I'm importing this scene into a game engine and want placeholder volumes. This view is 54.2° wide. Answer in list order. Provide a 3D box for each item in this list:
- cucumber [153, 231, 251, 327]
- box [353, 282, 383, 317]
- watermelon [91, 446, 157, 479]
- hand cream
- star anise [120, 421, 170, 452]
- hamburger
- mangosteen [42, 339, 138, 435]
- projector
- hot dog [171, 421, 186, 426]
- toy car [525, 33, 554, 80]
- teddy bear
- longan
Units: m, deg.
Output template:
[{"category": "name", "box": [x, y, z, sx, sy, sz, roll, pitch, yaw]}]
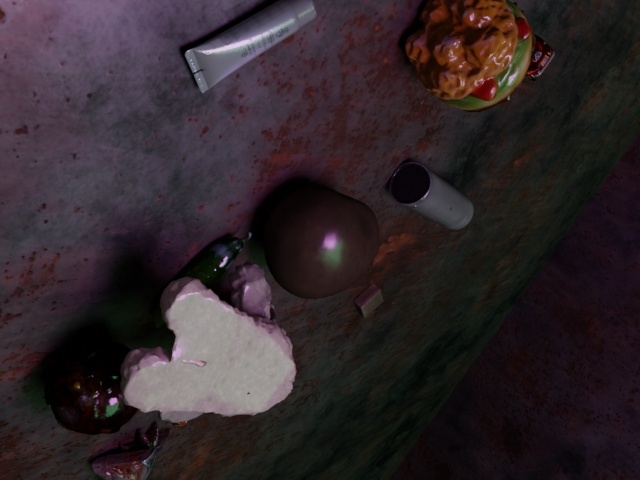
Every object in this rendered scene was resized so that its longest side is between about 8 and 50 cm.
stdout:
[{"category": "cucumber", "box": [-0.226, 0.066, 1.170, 0.250, 0.056, 0.056, -44, 151, -5]}, {"category": "box", "box": [0.140, 0.171, 1.791, 0.083, 0.035, 0.079, -41, 150, -13]}, {"category": "watermelon", "box": [-0.444, 0.520, 1.379, 0.139, 0.071, 0.187, 24, 123, -31]}, {"category": "hand cream", "box": [-0.099, -0.293, 0.907, 0.204, 0.050, 0.078, -35, 151, -12]}, {"category": "star anise", "box": [-0.406, 0.478, 1.441, 0.141, 0.042, 0.141, -33, 147, -25]}, {"category": "hamburger", "box": [0.267, -0.356, 1.139, 0.148, 0.237, 0.237, 10, 119, -52]}, {"category": "mangosteen", "box": [-0.387, 0.261, 1.091, 0.172, 0.172, 0.184, -30, 150, -28]}, {"category": "projector", "box": [0.288, -0.104, 1.582, 0.108, 0.108, 0.337, -54, 150, 11]}, {"category": "hot dog", "box": [-0.283, 0.355, 1.439, 0.188, 0.055, 0.072, -51, 149, 9]}, {"category": "toy car", "box": [0.431, -0.421, 1.370, 0.112, 0.139, 0.112, 31, 96, -41]}, {"category": "teddy bear", "box": [-0.218, 0.177, 1.173, 0.375, 0.362, 0.328, 29, 90, -36]}, {"category": "longan", "box": [0.000, 0.000, 1.219, 0.246, 0.215, 0.246, -53, 173, -9]}]
